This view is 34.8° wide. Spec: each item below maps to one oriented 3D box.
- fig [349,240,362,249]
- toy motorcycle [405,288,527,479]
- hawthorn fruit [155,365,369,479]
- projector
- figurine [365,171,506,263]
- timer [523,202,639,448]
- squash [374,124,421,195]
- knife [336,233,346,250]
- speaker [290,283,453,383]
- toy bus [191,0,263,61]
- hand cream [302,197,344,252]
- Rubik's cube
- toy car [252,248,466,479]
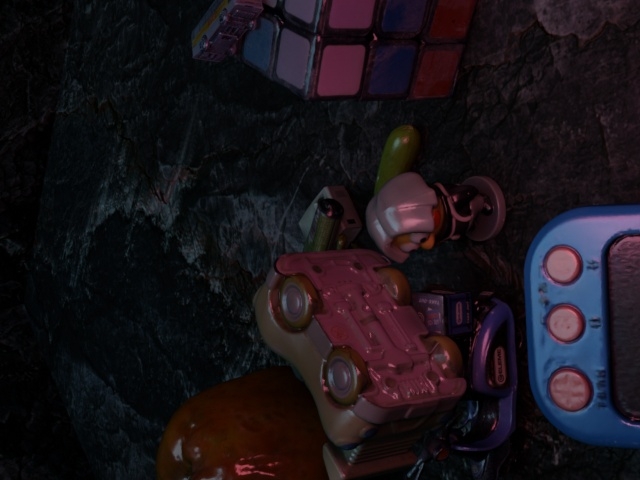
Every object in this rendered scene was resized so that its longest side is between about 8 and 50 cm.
[{"bbox_3d":[0.087,0.103,2.084,0.124,0.124,0.236,-43,39,51],"label":"fig"},{"bbox_3d":[0.247,0.257,1.738,0.125,0.212,0.358,3,97,56],"label":"toy motorcycle"},{"bbox_3d":[-0.120,0.501,2.151,0.472,0.472,0.472,13,106,56],"label":"hawthorn fruit"},{"bbox_3d":[0.022,-0.032,2.178,0.147,0.061,0.115,-52,54,47],"label":"projector"},{"bbox_3d":[0.186,-0.041,1.764,0.176,0.236,0.133,-52,54,46],"label":"figurine"},{"bbox_3d":[0.444,0.117,1.417,0.309,0.115,0.340,-2,94,29],"label":"timer"},{"bbox_3d":[0.142,-0.138,1.977,0.066,0.066,0.201,55,140,37],"label":"squash"},{"bbox_3d":[0.025,0.115,2.151,0.343,0.027,0.061,97,-179,-49],"label":"knife"},{"bbox_3d":[0.110,0.239,1.866,0.198,0.329,0.259,6,107,56],"label":"speaker"},{"bbox_3d":[-0.164,-0.378,1.776,0.190,0.064,0.075,-39,53,52],"label":"toy bus"},{"bbox_3d":[0.000,0.000,2.127,0.086,0.055,0.235,61,149,35],"label":"hand cream"},{"bbox_3d":[0.047,-0.456,1.803,0.363,0.359,0.362,44,129,45],"label":"Rubik's cube"},{"bbox_3d":[0.050,0.192,1.648,0.336,0.242,0.226,54,133,36],"label":"toy car"}]
